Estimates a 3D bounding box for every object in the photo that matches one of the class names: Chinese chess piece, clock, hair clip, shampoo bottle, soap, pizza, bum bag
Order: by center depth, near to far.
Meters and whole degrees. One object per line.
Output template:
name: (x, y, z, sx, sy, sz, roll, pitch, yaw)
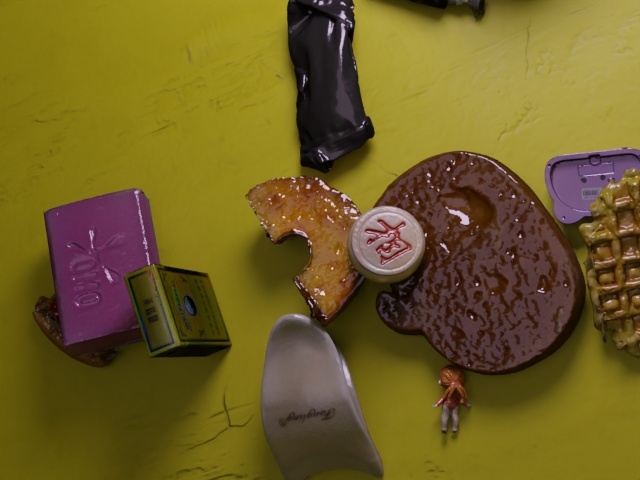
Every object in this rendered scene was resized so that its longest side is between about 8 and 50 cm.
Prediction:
clock: (0.424, -0.080, 1.572, 0.153, 0.050, 0.110, -5, 84, 19)
Chinese chess piece: (0.102, 0.007, 1.598, 0.122, 0.051, 0.122, -1, 76, 3)
hair clip: (-0.010, 0.258, 1.659, 0.173, 0.113, 0.282, -10, 83, 18)
shampoo bottle: (0.171, -0.414, 1.685, 0.208, 0.063, 0.057, 22, 82, 21)
bum bag: (0.017, -0.275, 1.718, 0.142, 0.080, 0.326, -6, 87, 26)
soap: (-0.368, 0.055, 1.774, 0.181, 0.081, 0.259, -13, 71, 3)
pizza: (-0.416, 0.114, 1.839, 0.188, 0.062, 0.199, 29, 93, 17)

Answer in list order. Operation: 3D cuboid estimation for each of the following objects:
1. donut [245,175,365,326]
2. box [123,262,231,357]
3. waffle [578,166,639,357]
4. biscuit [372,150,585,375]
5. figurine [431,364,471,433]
donut: (0.006, 0.002, 1.676, 0.152, 0.101, 0.259, -30, 72, 3)
box: (-0.231, 0.118, 1.689, 0.064, 0.220, 0.141, -22, 78, 15)
waffle: (0.496, 0.031, 1.508, 0.262, 0.060, 0.280, 36, 108, 5)
biscuit: (0.229, 0.046, 1.623, 0.314, 0.063, 0.367, -38, 74, 16)
figurine: (0.208, 0.251, 1.623, 0.064, 0.047, 0.109, 2, 93, -10)
